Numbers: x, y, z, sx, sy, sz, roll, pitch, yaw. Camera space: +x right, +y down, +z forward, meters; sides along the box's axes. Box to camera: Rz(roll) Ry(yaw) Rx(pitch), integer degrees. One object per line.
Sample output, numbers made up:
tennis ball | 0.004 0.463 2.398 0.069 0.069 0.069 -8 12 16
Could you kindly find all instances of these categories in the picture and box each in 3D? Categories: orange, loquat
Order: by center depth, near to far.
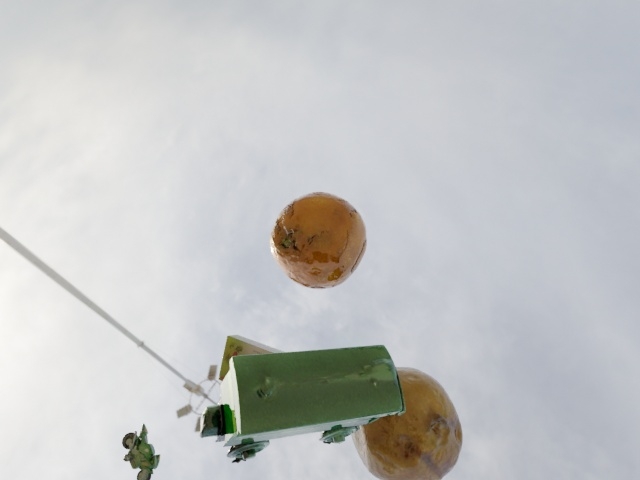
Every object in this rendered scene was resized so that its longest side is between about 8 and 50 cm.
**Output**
loquat | 0.204 0.453 1.060 0.276 0.284 0.276 4 -112 -10
orange | 0.000 0.000 1.078 0.246 0.246 0.246 -12 -133 13

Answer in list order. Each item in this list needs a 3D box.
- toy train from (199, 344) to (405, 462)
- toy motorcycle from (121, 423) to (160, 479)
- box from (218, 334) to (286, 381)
toy train | -0.031 0.254 0.677 0.301 0.202 0.120 3 -127 -26
toy motorcycle | -0.644 0.774 1.552 0.106 0.074 0.190 -31 -111 -10
box | -0.257 0.475 1.614 0.260 0.062 0.175 10 -92 29
